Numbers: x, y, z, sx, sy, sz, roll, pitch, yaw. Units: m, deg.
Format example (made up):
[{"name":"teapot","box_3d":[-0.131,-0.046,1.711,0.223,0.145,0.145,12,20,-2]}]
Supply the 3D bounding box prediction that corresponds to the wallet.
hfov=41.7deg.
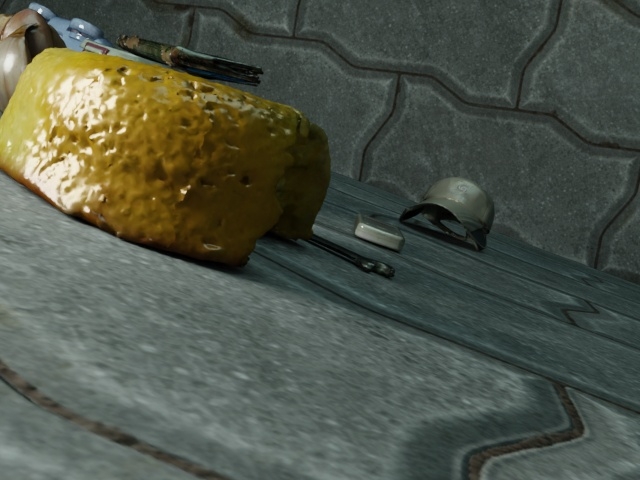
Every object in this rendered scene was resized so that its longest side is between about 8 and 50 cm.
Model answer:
[{"name":"wallet","box_3d":[-0.239,-0.318,1.482,0.169,0.044,0.317,11,9,-32]}]

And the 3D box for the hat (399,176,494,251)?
[{"name":"hat","box_3d":[0.328,-0.080,2.100,0.232,0.161,0.275,18,9,25]}]

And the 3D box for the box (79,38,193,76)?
[{"name":"box","box_3d":[-0.282,-0.219,1.452,0.294,0.167,0.193,13,8,-42]}]

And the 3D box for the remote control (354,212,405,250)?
[{"name":"remote control","box_3d":[0.103,-0.016,1.493,0.088,0.029,0.190,19,7,-2]}]

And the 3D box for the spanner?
[{"name":"spanner","box_3d":[0.000,0.000,1.161,0.255,0.015,0.054,25,9,40]}]

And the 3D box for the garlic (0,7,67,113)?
[{"name":"garlic","box_3d":[-0.524,-0.290,1.424,0.160,0.191,0.214,-4,16,10]}]

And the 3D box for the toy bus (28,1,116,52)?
[{"name":"toy bus","box_3d":[-0.545,-0.369,1.847,0.294,0.197,0.232,22,-2,28]}]

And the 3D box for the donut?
[{"name":"donut","box_3d":[-0.176,-0.113,0.958,0.378,0.163,0.435,18,8,1]}]
